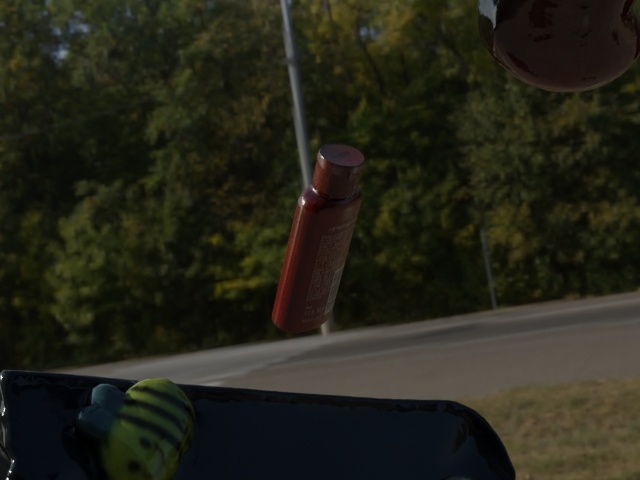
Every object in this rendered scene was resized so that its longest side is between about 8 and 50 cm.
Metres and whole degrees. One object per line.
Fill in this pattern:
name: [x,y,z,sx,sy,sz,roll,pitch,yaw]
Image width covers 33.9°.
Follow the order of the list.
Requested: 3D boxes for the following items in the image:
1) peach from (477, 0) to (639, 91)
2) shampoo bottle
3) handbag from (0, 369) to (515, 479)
peach: [0.211,-0.201,0.923,0.152,0.152,0.152,-9,-3,0]
shampoo bottle: [-0.001,0.000,1.623,0.118,0.314,0.076,-20,46,-39]
handbag: [-0.009,0.211,0.472,0.329,0.303,0.122,13,-46,-37]
